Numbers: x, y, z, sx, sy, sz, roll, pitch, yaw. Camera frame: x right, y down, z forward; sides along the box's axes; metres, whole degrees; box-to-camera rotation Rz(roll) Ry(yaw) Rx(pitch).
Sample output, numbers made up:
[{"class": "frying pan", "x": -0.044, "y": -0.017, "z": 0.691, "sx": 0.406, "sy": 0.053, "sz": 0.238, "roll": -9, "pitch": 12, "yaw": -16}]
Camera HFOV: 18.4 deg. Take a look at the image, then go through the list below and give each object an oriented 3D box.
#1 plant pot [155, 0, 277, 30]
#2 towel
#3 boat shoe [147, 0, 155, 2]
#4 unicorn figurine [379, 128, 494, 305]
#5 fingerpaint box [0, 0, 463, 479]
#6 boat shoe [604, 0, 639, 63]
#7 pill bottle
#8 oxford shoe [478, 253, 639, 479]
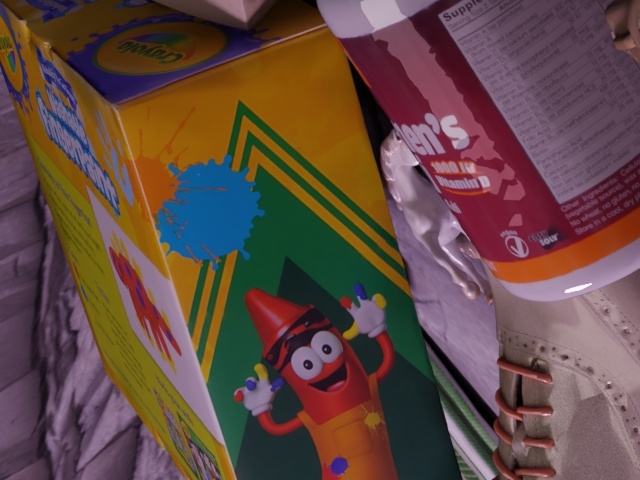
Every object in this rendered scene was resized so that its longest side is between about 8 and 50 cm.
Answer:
[{"class": "plant pot", "x": -0.060, "y": -0.190, "z": 1.180, "sx": 0.096, "sy": 0.109, "sz": 0.109, "roll": 37, "pitch": 166, "yaw": 15}, {"class": "towel", "x": 0.106, "y": 0.166, "z": 1.854, "sx": 0.248, "sy": 0.038, "sz": 0.325, "roll": 52, "pitch": 172, "yaw": 12}, {"class": "boat shoe", "x": -0.147, "y": -0.288, "z": 1.245, "sx": 0.302, "sy": 0.091, "sz": 0.114, "roll": 56, "pitch": 169, "yaw": -22}, {"class": "unicorn figurine", "x": 0.080, "y": -0.015, "z": 1.260, "sx": 0.111, "sy": 0.060, "sz": 0.162, "roll": 50, "pitch": 169, "yaw": 13}, {"class": "fingerpaint box", "x": -0.082, "y": -0.011, "z": 1.439, "sx": 0.445, "sy": 0.163, "sz": 0.371, "roll": -141, "pitch": 32, "yaw": -64}, {"class": "boat shoe", "x": 0.138, "y": -0.089, "z": 0.566, "sx": 0.110, "sy": 0.121, "sz": 0.341, "roll": 50, "pitch": 171, "yaw": 9}, {"class": "pill bottle", "x": 0.074, "y": -0.093, "z": 0.842, "sx": 0.221, "sy": 0.121, "sz": 0.121, "roll": 55, "pitch": 170, "yaw": -17}, {"class": "oxford shoe", "x": 0.149, "y": 0.090, "z": 1.061, "sx": 0.397, "sy": 0.146, "sz": 0.140, "roll": 56, "pitch": 172, "yaw": -16}]
